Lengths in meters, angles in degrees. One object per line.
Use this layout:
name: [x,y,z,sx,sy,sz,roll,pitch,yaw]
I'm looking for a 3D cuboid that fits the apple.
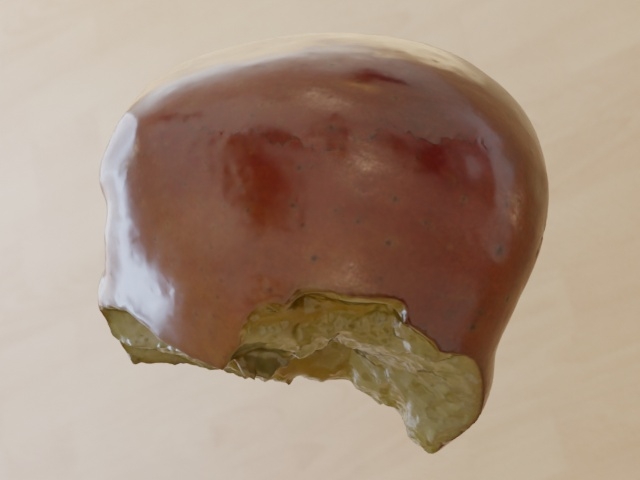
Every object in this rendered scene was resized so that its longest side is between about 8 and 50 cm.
apple: [-0.002,-0.007,0.563,0.158,0.156,0.147,16,99,3]
